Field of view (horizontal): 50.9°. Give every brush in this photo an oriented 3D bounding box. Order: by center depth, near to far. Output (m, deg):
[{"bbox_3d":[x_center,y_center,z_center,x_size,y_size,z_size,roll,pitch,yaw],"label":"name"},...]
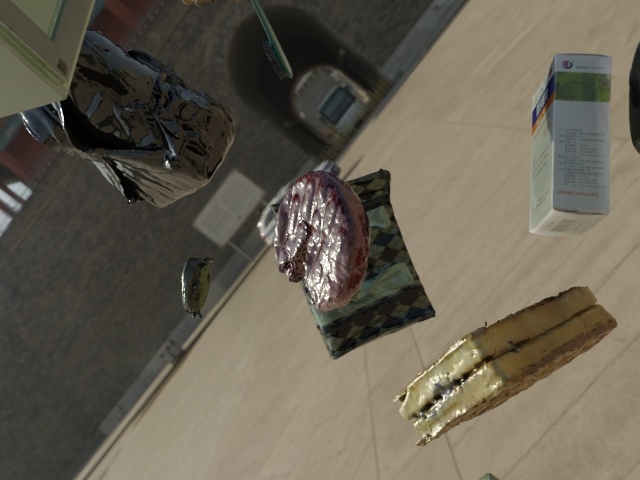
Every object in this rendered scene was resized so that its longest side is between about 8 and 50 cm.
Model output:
[{"bbox_3d":[-0.104,-0.392,1.283,0.032,0.193,0.043,-20,34,15],"label":"brush"}]

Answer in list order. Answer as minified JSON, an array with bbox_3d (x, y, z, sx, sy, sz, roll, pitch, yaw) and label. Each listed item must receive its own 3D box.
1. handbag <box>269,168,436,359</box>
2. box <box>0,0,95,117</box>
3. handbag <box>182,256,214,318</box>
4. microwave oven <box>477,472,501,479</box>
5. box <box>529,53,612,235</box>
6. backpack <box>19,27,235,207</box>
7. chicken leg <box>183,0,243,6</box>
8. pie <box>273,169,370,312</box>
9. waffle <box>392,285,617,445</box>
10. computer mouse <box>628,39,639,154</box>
[{"bbox_3d":[0.091,0.047,1.679,0.316,0.417,0.180,-22,5,-1],"label":"handbag"},{"bbox_3d":[-0.340,-0.285,0.669,0.117,0.225,0.225,-9,60,23],"label":"box"},{"bbox_3d":[-0.223,0.083,1.206,0.072,0.047,0.111,-45,-36,-81],"label":"handbag"},{"bbox_3d":[0.189,0.467,0.631,0.218,0.286,0.355,-46,13,24],"label":"microwave oven"},{"bbox_3d":[0.471,-0.173,1.282,0.200,0.106,0.300,63,-150,-78],"label":"box"},{"bbox_3d":[-0.410,-0.250,1.355,0.363,0.445,0.255,-22,35,59],"label":"backpack"},{"bbox_3d":[-0.068,-0.298,0.632,0.207,0.101,0.085,-49,49,-8],"label":"chicken leg"},{"bbox_3d":[0.000,0.000,1.017,0.219,0.054,0.205,55,134,41],"label":"pie"},{"bbox_3d":[0.272,0.175,0.982,0.307,0.091,0.213,-12,-29,-40],"label":"waffle"},{"bbox_3d":[0.653,-0.267,1.268,0.090,0.167,0.380,-101,3,-58],"label":"computer mouse"}]
